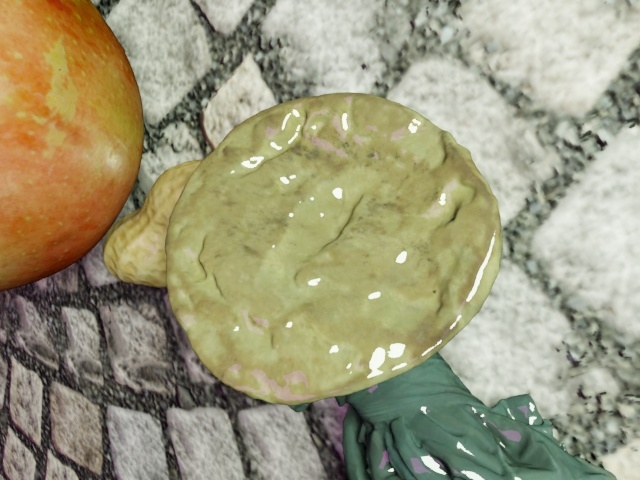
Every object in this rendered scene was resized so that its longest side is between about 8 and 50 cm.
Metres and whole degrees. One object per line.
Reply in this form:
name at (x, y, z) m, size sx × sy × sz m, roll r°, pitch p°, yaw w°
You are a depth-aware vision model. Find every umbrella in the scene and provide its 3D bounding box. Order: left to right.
umbrella at (0.077, 0.138, 0.388) m, size 0.143 × 0.094 × 0.349 m, roll -47°, pitch 67°, yaw 12°

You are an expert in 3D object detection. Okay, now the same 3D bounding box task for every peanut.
peanut at (-0.130, -0.013, 0.520) m, size 0.193 × 0.089 × 0.089 m, roll -37°, pitch 77°, yaw 33°

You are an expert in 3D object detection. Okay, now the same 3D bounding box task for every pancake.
pancake at (0.000, 0.000, 0.393) m, size 0.242 × 0.050 × 0.242 m, roll -9°, pitch 60°, yaw 15°

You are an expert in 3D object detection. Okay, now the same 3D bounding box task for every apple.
apple at (-0.315, -0.109, 0.507) m, size 0.319 × 0.277 × 0.319 m, roll -2°, pitch 86°, yaw 24°
